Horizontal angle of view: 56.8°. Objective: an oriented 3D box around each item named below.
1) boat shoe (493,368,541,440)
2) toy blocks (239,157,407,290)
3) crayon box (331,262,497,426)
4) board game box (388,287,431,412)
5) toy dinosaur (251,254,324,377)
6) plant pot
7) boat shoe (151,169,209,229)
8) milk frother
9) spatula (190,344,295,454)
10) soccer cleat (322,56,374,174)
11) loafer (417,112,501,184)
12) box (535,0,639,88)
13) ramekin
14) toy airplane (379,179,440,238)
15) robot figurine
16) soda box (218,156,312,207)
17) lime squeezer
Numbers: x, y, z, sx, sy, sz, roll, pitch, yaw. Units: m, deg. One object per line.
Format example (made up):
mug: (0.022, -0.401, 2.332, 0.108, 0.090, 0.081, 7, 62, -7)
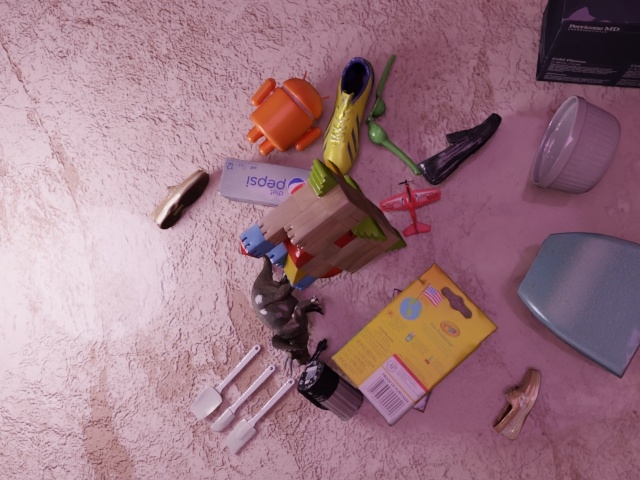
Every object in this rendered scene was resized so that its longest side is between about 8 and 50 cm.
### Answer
boat shoe: (0.439, 0.360, 1.324, 0.059, 0.063, 0.170, 24, 90, 6)
toy blocks: (0.000, 0.000, 1.308, 0.261, 0.381, 0.191, -37, 61, 14)
crayon box: (0.209, 0.230, 1.326, 0.318, 0.081, 0.202, -43, 79, 5)
board game box: (0.208, 0.255, 1.388, 0.165, 0.042, 0.243, 21, 89, 12)
toy dinosaur: (-0.095, 0.154, 1.417, 0.160, 0.121, 0.314, -33, 84, -7)
plant pot: (0.566, 0.115, 1.241, 0.252, 0.248, 0.247, 28, 90, 30)
boat shoe: (-0.369, -0.119, 1.523, 0.190, 0.068, 0.072, -46, 67, 4)
milk frother: (0.028, 0.323, 1.391, 0.134, 0.129, 0.143, 42, 65, -19)
spatula: (-0.191, 0.386, 1.464, 0.168, 0.019, 0.242, 43, 94, 12)
soccer cleat: (0.060, -0.302, 1.427, 0.093, 0.121, 0.289, 14, 88, 11)
loafer: (0.327, -0.226, 1.392, 0.223, 0.076, 0.078, -42, 88, 8)
box: (0.658, -0.459, 1.231, 0.343, 0.312, 0.179, 8, 86, 11)
ramekin: (0.556, -0.198, 1.287, 0.109, 0.207, 0.207, 21, 89, 3)
toy airplane: (0.223, -0.074, 1.422, 0.151, 0.028, 0.151, -1, 85, 12)
robot figurine: (-0.082, -0.306, 1.453, 0.219, 0.128, 0.158, -44, 68, 5)
soda box: (-0.098, -0.130, 1.456, 0.286, 0.091, 0.098, 9, 85, 11)
lime squeezer: (0.162, -0.304, 1.442, 0.109, 0.059, 0.311, -13, 82, 10)
